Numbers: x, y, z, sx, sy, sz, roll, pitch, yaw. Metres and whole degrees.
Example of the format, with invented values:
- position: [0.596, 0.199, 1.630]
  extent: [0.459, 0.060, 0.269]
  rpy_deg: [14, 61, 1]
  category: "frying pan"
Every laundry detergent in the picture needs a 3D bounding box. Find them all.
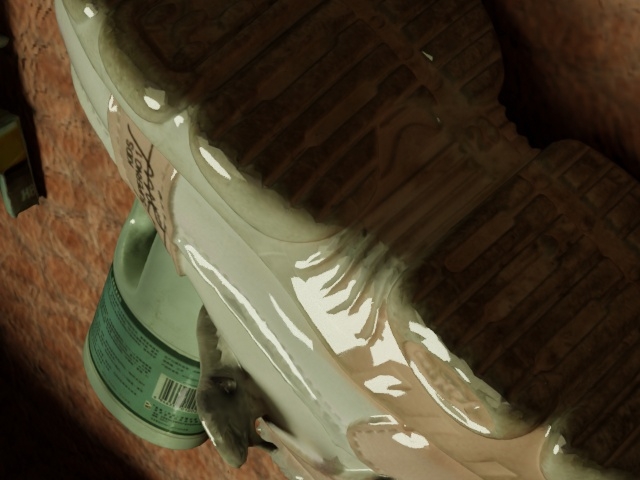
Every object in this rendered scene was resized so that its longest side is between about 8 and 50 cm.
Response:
- position: [-0.068, 0.017, 0.931]
  extent: [0.099, 0.070, 0.226]
  rpy_deg: [52, 143, 24]
  category: "laundry detergent"

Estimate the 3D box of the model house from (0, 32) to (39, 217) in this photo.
- position: [-0.313, -0.099, 1.044]
  extent: [0.224, 0.198, 0.215]
  rpy_deg: [22, 131, 43]
  category: "model house"

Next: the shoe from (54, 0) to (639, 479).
- position: [-0.003, 0.001, 0.759]
  extent: [0.351, 0.172, 0.198]
  rpy_deg: [50, 142, 15]
  category: "shoe"
